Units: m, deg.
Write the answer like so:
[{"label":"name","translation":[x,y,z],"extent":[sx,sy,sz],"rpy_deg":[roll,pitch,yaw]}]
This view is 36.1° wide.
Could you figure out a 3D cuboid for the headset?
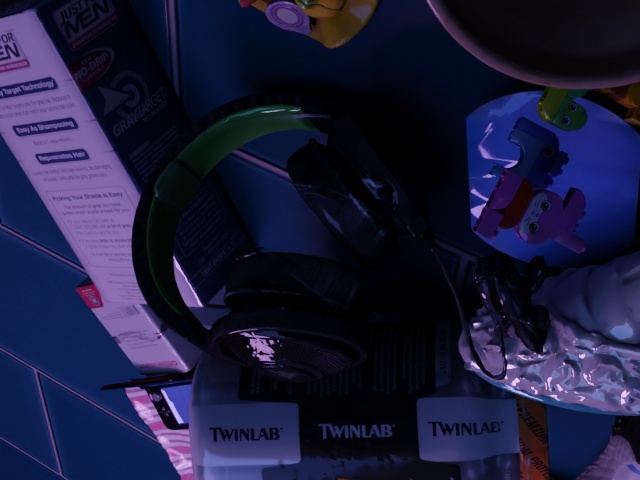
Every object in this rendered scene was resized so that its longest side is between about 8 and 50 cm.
[{"label":"headset","translation":[0.000,0.000,0.799],"extent":[0.394,0.243,0.185],"rpy_deg":[23,169,29]}]

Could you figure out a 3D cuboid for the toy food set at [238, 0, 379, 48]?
[{"label":"toy food set","translation":[-0.060,-0.228,0.795],"extent":[0.218,0.071,0.128],"rpy_deg":[31,140,14]}]

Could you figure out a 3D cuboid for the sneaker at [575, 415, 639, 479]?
[{"label":"sneaker","translation":[0.306,0.206,0.907],"extent":[0.086,0.085,0.237],"rpy_deg":[12,136,-6]}]

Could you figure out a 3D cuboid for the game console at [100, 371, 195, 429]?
[{"label":"game console","translation":[-0.195,0.217,1.300],"extent":[0.144,0.085,0.124],"rpy_deg":[-12,111,34]}]

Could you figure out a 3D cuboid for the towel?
[{"label":"towel","translation":[-0.194,0.288,1.434],"extent":[0.144,0.029,0.197],"rpy_deg":[-6,122,42]}]

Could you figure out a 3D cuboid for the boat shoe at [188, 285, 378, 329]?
[{"label":"boat shoe","translation":[-0.033,0.087,1.083],"extent":[0.226,0.083,0.076],"rpy_deg":[9,163,27]}]

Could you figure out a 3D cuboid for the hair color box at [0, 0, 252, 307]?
[{"label":"hair color box","translation":[-0.226,-0.096,1.032],"extent":[0.174,0.105,0.347],"rpy_deg":[-1,126,40]}]

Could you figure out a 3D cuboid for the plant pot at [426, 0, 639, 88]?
[{"label":"plant pot","translation":[0.157,-0.215,0.557],"extent":[0.238,0.109,0.237],"rpy_deg":[-3,128,-4]}]

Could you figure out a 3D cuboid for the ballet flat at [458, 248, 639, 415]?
[{"label":"ballet flat","translation":[0.305,0.064,0.731],"extent":[0.409,0.147,0.147],"rpy_deg":[8,132,25]}]

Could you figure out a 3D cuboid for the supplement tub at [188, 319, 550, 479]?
[{"label":"supplement tub","translation":[0.051,0.174,0.925],"extent":[0.316,0.193,0.193],"rpy_deg":[-4,128,11]}]

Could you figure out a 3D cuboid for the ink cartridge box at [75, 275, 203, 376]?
[{"label":"ink cartridge box","translation":[-0.221,0.094,1.243],"extent":[0.109,0.063,0.150],"rpy_deg":[-13,118,45]}]

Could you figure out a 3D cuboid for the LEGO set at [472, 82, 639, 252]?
[{"label":"LEGO set","translation":[0.196,-0.089,0.678],"extent":[0.093,0.087,0.227],"rpy_deg":[27,97,-1]}]

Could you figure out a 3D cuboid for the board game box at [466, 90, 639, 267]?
[{"label":"board game box","translation":[0.187,-0.053,0.786],"extent":[0.133,0.033,0.168],"rpy_deg":[7,131,21]}]

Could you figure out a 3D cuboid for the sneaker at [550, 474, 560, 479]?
[{"label":"sneaker","translation":[0.295,0.345,1.014],"extent":[0.275,0.110,0.107],"rpy_deg":[19,136,25]}]
